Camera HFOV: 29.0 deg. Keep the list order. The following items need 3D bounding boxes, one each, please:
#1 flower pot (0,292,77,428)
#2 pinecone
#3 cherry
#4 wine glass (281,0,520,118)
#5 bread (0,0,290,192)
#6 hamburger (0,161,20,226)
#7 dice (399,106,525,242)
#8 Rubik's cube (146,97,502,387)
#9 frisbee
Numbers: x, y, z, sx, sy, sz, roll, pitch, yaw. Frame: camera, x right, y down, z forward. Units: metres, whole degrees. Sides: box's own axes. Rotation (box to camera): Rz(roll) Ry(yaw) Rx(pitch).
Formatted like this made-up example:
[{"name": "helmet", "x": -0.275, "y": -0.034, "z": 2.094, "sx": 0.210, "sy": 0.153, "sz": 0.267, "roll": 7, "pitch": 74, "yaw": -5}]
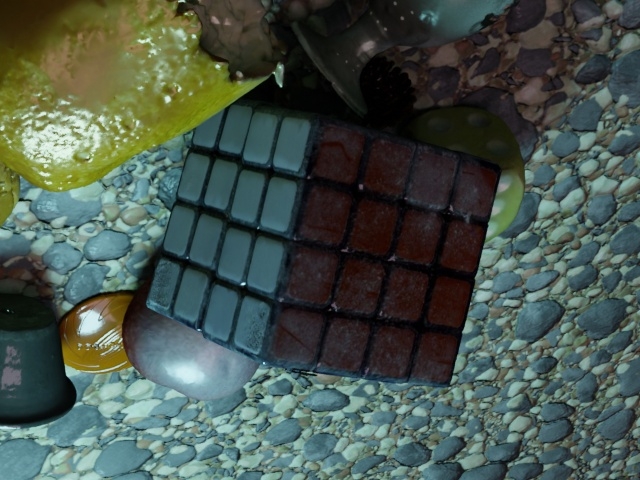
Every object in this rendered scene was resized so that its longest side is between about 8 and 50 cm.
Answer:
[{"name": "flower pot", "x": -0.490, "y": 0.172, "z": 1.913, "sx": 0.235, "sy": 0.235, "sz": 0.148, "roll": 1, "pitch": 111, "yaw": -26}, {"name": "pinecone", "x": 0.090, "y": -0.226, "z": 1.862, "sx": 0.102, "sy": 0.102, "sz": 0.109, "roll": -27, "pitch": 104, "yaw": 1}, {"name": "cherry", "x": -0.192, "y": 0.132, "z": 1.983, "sx": 0.239, "sy": 0.206, "sz": 0.239, "roll": 5, "pitch": 113, "yaw": 11}, {"name": "wine glass", "x": 0.137, "y": -0.335, "z": 1.698, "sx": 0.357, "sy": 0.190, "sz": 0.190, "roll": -35, "pitch": 137, "yaw": 10}, {"name": "bread", "x": -0.266, "y": -0.230, "z": 1.566, "sx": 0.394, "sy": 0.250, "sz": 0.361, "roll": -35, "pitch": 137, "yaw": 10}, {"name": "hamburger", "x": -0.524, "y": -0.058, "z": 1.696, "sx": 0.245, "sy": 0.155, "sz": 0.282, "roll": -20, "pitch": 143, "yaw": -16}, {"name": "dice", "x": 0.219, "y": -0.101, "z": 1.980, "sx": 0.166, "sy": 0.169, "sz": 0.169, "roll": -8, "pitch": 135, "yaw": -17}, {"name": "Rubik's cube", "x": 0.000, "y": 0.000, "z": 1.773, "sx": 0.344, "sy": 0.337, "sz": 0.344, "roll": 15, "pitch": 91, "yaw": -37}, {"name": "frisbee", "x": -0.351, "y": 0.165, "z": 2.078, "sx": 0.192, "sy": 0.035, "sz": 0.192, "roll": -14, "pitch": 137, "yaw": -13}]
